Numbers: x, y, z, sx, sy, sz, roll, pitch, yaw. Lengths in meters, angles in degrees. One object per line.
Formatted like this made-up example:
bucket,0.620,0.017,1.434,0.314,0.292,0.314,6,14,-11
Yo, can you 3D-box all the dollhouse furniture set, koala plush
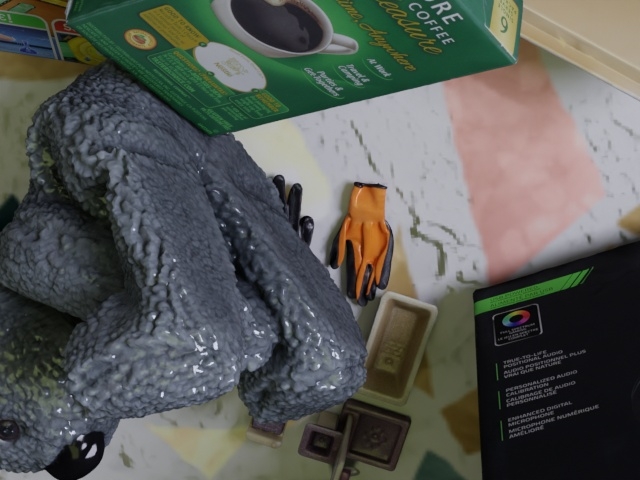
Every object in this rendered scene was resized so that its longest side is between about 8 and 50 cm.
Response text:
dollhouse furniture set,0.013,0.084,0.778,0.091,0.081,0.114,18,109,1
koala plush,-0.130,0.041,0.734,0.221,0.196,0.203,-36,68,20

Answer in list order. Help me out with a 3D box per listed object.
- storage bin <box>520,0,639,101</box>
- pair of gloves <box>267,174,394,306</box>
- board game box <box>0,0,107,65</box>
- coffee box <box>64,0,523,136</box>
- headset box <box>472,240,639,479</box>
storage bin,0.130,-0.210,0.580,0.260,0.123,0.262,28,148,-2
pair of gloves,0.000,0.000,0.791,0.083,0.010,0.074,6,109,8
board game box,-0.146,-0.142,0.705,0.201,0.136,0.035,10,64,3
coffee box,-0.012,-0.105,0.643,0.184,0.040,0.113,-10,147,36
headset box,0.208,0.095,0.656,0.246,0.283,0.131,-18,112,13
